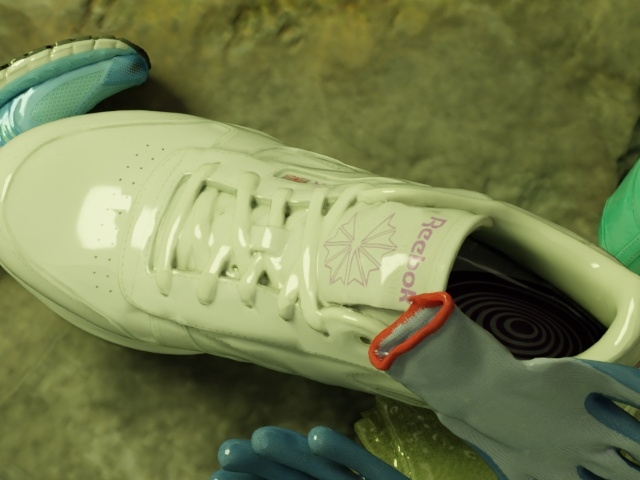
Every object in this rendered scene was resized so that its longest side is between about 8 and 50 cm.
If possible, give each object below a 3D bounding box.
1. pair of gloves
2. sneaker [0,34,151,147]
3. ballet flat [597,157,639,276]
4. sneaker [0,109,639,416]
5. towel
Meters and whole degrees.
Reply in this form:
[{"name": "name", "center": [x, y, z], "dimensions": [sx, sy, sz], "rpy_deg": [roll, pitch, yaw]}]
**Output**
[{"name": "pair of gloves", "center": [0.054, 0.093, 0.690], "dimensions": [0.159, 0.198, 0.023], "rpy_deg": [31, 42, -23]}, {"name": "sneaker", "center": [-0.147, -0.040, 0.798], "dimensions": [0.162, 0.063, 0.073], "rpy_deg": [-32, 100, -7]}, {"name": "ballet flat", "center": [0.237, -0.060, 0.802], "dimensions": [0.247, 0.087, 0.083], "rpy_deg": [-38, 81, -11]}, {"name": "sneaker", "center": [0.000, 0.000, 0.719], "dimensions": [0.305, 0.152, 0.114], "rpy_deg": [15, 76, 4]}, {"name": "towel", "center": [0.100, 0.096, 0.789], "dimensions": [0.148, 0.027, 0.110], "rpy_deg": [-23, 79, -7]}]
